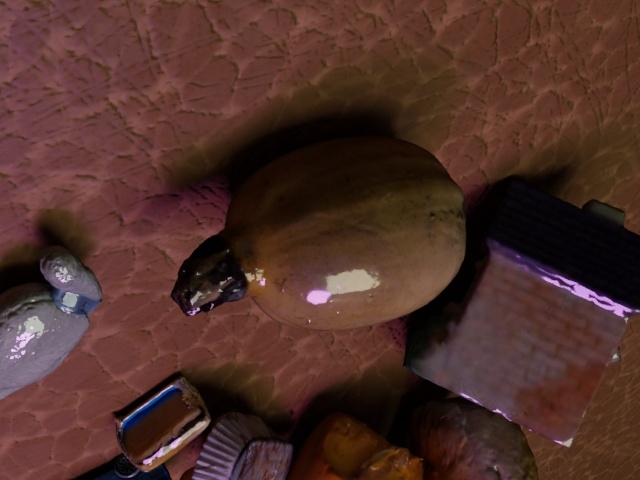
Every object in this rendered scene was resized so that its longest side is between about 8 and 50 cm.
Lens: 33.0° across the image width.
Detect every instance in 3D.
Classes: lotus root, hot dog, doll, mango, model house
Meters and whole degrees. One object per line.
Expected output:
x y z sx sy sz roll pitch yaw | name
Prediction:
0.000 0.000 1.018 0.310 0.182 0.182 -13 141 -29 | lotus root
-0.102 0.283 1.317 0.268 0.075 0.144 61 52 -72 | hot dog
-0.266 0.086 0.992 0.104 0.071 0.214 5 134 -43 | doll
0.039 0.353 1.508 0.199 0.201 0.350 -4 153 -8 | mango
0.266 0.079 1.342 0.280 0.245 0.312 -65 173 -3 | model house

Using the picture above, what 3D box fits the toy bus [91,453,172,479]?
-0.256 0.336 1.285 0.185 0.106 0.090 -26 146 -16 | toy bus

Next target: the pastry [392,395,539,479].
0.208 0.370 1.528 0.137 0.329 0.329 -4 137 -19 | pastry

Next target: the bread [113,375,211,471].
-0.178 0.211 1.227 0.106 0.072 0.053 -36 157 1 | bread
